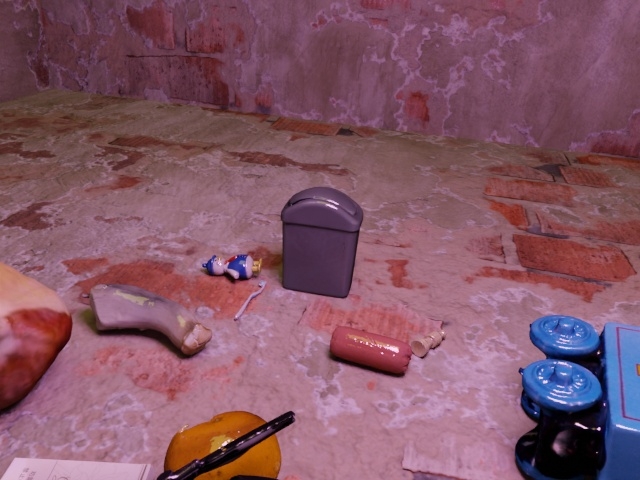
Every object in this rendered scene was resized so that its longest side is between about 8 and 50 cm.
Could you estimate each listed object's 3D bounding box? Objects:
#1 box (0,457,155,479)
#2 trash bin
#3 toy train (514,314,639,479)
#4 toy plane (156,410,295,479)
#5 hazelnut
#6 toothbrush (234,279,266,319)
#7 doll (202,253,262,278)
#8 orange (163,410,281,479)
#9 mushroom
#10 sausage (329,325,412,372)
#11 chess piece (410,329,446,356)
[{"bbox_3d":[-0.333,0.343,0.728,0.198,0.029,0.109,3,27,0],"label":"box"},{"bbox_3d":[0.000,0.000,1.232,0.176,0.237,0.101,8,27,7],"label":"trash bin"},{"bbox_3d":[0.444,0.247,0.844,0.264,0.188,0.300,7,23,23],"label":"toy train"},{"bbox_3d":[-0.178,0.338,0.613,0.381,0.155,0.106,-22,7,-8],"label":"toy plane"},{"bbox_3d":[-0.529,0.141,0.853,0.261,0.261,0.241,-12,0,-29],"label":"hazelnut"},{"bbox_3d":[-0.150,0.129,1.203,0.017,0.014,0.162,23,29,5],"label":"toothbrush"},{"bbox_3d":[-0.207,0.060,1.290,0.142,0.058,0.099,1,27,5],"label":"doll"},{"bbox_3d":[-0.130,0.303,0.741,0.156,0.134,0.156,-9,-14,-2],"label":"orange"},{"bbox_3d":[-0.334,0.145,1.058,0.277,0.099,0.096,15,34,13],"label":"mushroom"},{"bbox_3d":[0.094,0.205,1.032,0.154,0.062,0.062,12,27,16],"label":"sausage"},{"bbox_3d":[0.221,0.199,1.097,0.035,0.035,0.092,27,30,37],"label":"chess piece"}]
